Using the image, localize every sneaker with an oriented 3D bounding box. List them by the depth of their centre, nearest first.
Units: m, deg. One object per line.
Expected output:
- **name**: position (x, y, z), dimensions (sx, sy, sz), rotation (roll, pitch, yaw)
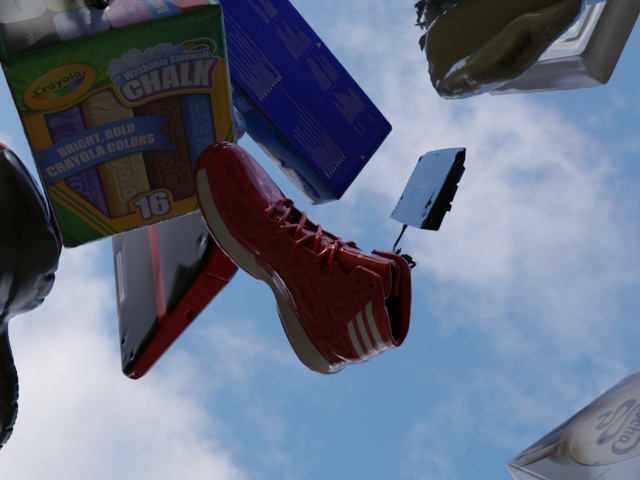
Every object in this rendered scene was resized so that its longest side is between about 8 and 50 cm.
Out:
- **sneaker**: position (-0.260, 0.059, 0.594), dimensions (0.109, 0.130, 0.286), rotation (51, -44, 29)
- **sneaker**: position (0.000, 0.000, 0.754), dimensions (0.128, 0.087, 0.221), rotation (-23, -72, 42)

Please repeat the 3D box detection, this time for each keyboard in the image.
- **keyboard**: position (0.140, -0.039, 1.342), dimensions (0.033, 0.317, 0.201), rotation (27, -87, -4)

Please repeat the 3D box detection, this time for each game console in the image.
- **game console**: position (-0.239, -0.021, 1.484), dimensions (0.342, 0.060, 0.386), rotation (-51, -142, 35)

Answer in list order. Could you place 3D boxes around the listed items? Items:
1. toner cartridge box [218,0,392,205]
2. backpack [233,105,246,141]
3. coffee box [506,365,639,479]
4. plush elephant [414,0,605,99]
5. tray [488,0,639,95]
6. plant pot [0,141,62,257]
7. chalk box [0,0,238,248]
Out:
- **toner cartridge box**: position (-0.059, -0.231, 1.352), dimensions (0.348, 0.165, 0.075), rotation (48, -29, -19)
- **backpack**: position (-0.180, -0.135, 1.121), dimensions (0.158, 0.173, 0.116), rotation (-9, -126, 25)
- **coffee box**: position (0.313, 0.143, 0.686), dimensions (0.297, 0.168, 0.118), rotation (-32, -85, -12)
- **plush elephant**: position (0.110, -0.240, 0.596), dimensions (0.255, 0.272, 0.330), rotation (20, -25, 48)
- **tray**: position (0.274, -0.242, 1.078), dimensions (0.030, 0.270, 0.145), rotation (26, -91, -17)
- **plant pot**: position (-0.450, -0.019, 1.238), dimensions (0.191, 0.174, 0.191), rotation (-2, -114, 5)
- **chalk box**: position (-0.187, -0.167, 0.821), dimensions (0.288, 0.179, 0.180), rotation (90, -22, -50)
